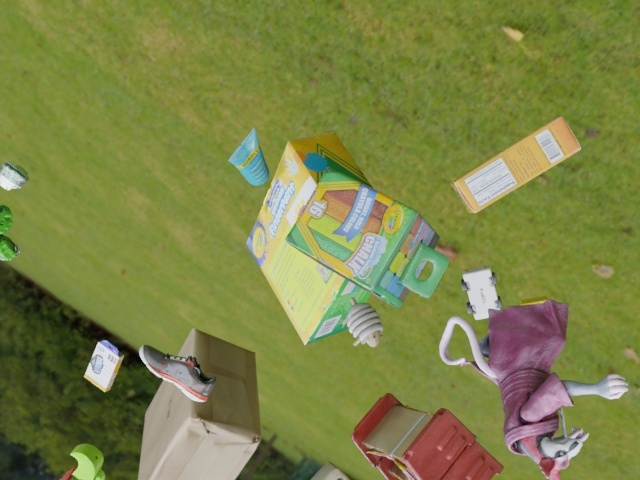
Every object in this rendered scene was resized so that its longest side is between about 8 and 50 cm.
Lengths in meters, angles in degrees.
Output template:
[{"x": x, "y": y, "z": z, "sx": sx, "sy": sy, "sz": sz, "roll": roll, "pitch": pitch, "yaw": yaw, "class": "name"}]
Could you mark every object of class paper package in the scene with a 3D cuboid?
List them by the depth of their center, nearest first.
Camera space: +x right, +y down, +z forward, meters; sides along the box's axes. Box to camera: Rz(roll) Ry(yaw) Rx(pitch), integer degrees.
[{"x": -0.275, "y": 0.415, "z": 1.736, "sx": 0.168, "sy": 0.310, "sz": 0.325, "roll": 24, "pitch": -157, "yaw": -20, "class": "paper package"}]

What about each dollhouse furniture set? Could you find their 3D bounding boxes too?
[{"x": 0.083, "y": 0.434, "z": 1.240, "sx": 0.152, "sy": 0.374, "sz": 0.201, "roll": 49, "pitch": 162, "yaw": -14, "class": "dollhouse furniture set"}]

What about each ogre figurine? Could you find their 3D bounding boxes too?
[{"x": -0.585, "y": -0.036, "z": 1.336, "sx": 0.197, "sy": 0.097, "sz": 0.118, "roll": 31, "pitch": 158, "yaw": -2, "class": "ogre figurine"}]

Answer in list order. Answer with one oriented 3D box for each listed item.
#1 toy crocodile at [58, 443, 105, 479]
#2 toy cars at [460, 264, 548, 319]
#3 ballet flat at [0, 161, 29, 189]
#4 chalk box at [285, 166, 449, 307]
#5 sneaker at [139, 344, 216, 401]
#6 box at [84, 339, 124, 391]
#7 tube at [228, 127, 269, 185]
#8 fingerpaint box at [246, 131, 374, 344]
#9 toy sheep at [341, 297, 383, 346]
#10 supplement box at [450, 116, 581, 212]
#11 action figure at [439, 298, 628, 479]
[{"x": -0.621, "y": 0.629, "z": 1.886, "sx": 0.105, "sy": 0.341, "sz": 0.115, "roll": 36, "pitch": -152, "yaw": -5, "class": "toy crocodile"}, {"x": 0.554, "y": 0.181, "z": 2.281, "sx": 0.393, "sy": 0.087, "sz": 0.176, "roll": 27, "pitch": 125, "yaw": -17, "class": "toy cars"}, {"x": -0.741, "y": -0.148, "z": 1.870, "sx": 0.070, "sy": 0.070, "sz": 0.188, "roll": 42, "pitch": 173, "yaw": -10, "class": "ballet flat"}, {"x": 0.113, "y": 0.010, "z": 1.560, "sx": 0.288, "sy": 0.180, "sz": 0.179, "roll": 28, "pitch": 176, "yaw": 29, "class": "chalk box"}, {"x": -0.261, "y": 0.232, "z": 1.448, "sx": 0.158, "sy": 0.065, "sz": 0.061, "roll": 36, "pitch": -169, "yaw": -6, "class": "sneaker"}, {"x": -0.601, "y": 0.344, "z": 2.168, "sx": 0.081, "sy": 0.136, "sz": 0.028, "roll": 32, "pitch": -165, "yaw": 17, "class": "box"}, {"x": -0.143, "y": -0.164, "z": 1.573, "sx": 0.052, "sy": 0.080, "sz": 0.207, "roll": 31, "pitch": 173, "yaw": 10, "class": "tube"}, {"x": 0.000, "y": 0.000, "z": 2.085, "sx": 0.371, "sy": 0.163, "sz": 0.445, "roll": 57, "pitch": 144, "yaw": 25, "class": "fingerpaint box"}, {"x": 0.101, "y": 0.193, "z": 1.840, "sx": 0.132, "sy": 0.091, "sz": 0.091, "roll": 59, "pitch": 170, "yaw": 20, "class": "toy sheep"}, {"x": 0.365, "y": -0.140, "z": 1.469, "sx": 0.080, "sy": 0.233, "sz": 0.078, "roll": 61, "pitch": -175, "yaw": 0, "class": "supplement box"}, {"x": 0.365, "y": 0.261, "z": 1.382, "sx": 0.275, "sy": 0.370, "sz": 0.248, "roll": 7, "pitch": 129, "yaw": 3, "class": "action figure"}]
